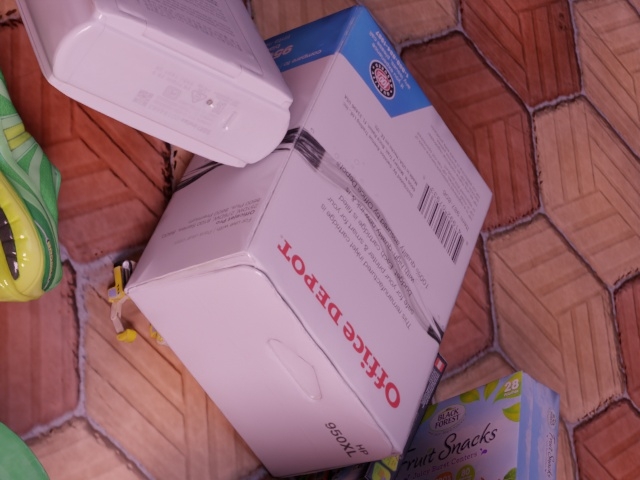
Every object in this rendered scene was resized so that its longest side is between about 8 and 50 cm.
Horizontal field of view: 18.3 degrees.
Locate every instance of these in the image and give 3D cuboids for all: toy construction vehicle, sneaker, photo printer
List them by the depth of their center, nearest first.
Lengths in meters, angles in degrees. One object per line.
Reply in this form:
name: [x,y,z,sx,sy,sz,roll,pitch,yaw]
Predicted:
sneaker: [-0.310,-0.076,1.809,0.123,0.109,0.296,31,41,-70]
photo printer: [-0.179,-0.223,1.933,0.256,0.107,0.307,22,26,-35]
toy construction vehicle: [-0.172,0.057,1.935,0.086,0.035,0.098,20,59,-55]

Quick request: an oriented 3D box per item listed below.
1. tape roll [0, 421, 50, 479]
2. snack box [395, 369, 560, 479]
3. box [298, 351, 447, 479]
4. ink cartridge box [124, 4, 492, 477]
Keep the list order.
tape roll: [-0.340,0.250,1.421,0.321,0.077,0.321,-14,114,-33]
snack box: [0.147,0.249,2.052,0.070,0.207,0.174,34,49,-33]
box: [0.050,0.198,2.044,0.036,0.114,0.207,49,41,-19]
ink cartridge box: [0.000,0.000,2.026,0.285,0.166,0.395,53,39,-27]
